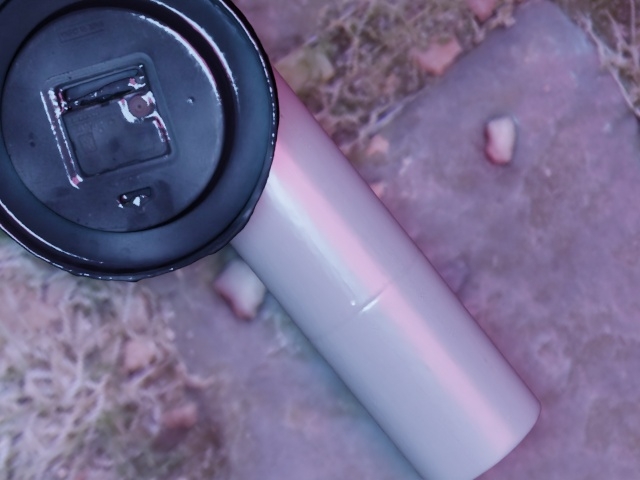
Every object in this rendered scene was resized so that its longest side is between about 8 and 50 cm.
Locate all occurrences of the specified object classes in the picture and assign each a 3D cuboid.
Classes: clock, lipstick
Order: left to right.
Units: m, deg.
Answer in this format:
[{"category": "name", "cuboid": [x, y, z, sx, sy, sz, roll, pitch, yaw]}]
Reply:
[{"category": "clock", "cuboid": [-0.112, -0.070, 1.060, 0.184, 0.040, 0.184, 2, 104, 7]}, {"category": "lipstick", "cuboid": [0.000, 0.000, 1.133, 0.087, 0.087, 0.327, -43, 99, -27]}]
